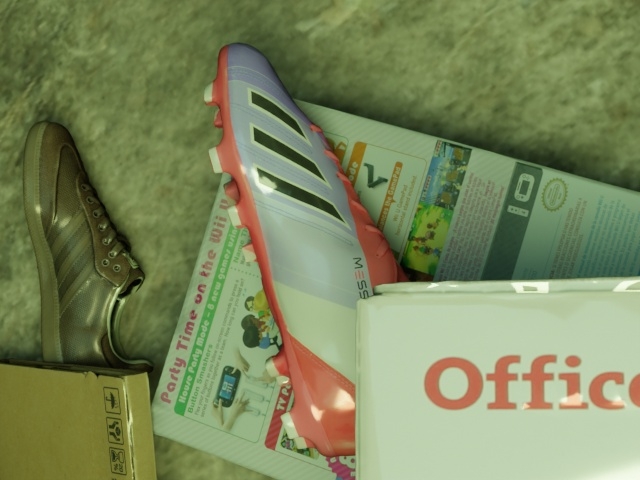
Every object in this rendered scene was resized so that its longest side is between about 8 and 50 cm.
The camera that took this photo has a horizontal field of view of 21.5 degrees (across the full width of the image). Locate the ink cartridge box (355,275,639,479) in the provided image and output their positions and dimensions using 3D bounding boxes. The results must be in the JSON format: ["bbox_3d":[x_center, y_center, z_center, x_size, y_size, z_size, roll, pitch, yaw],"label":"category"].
[{"bbox_3d":[0.169,0.216,0.786,0.285,0.166,0.395,-1,86,11],"label":"ink cartridge box"}]

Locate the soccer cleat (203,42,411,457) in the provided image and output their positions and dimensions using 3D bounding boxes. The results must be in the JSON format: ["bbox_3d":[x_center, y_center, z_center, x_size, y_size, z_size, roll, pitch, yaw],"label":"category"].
[{"bbox_3d":[0.000,0.000,0.950,0.095,0.083,0.248,-15,75,0],"label":"soccer cleat"}]

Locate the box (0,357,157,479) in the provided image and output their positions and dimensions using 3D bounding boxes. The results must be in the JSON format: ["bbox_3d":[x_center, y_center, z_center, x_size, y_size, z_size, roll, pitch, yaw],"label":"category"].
[{"bbox_3d":[-0.156,0.178,1.071,0.164,0.021,0.201,0,97,48],"label":"box"}]

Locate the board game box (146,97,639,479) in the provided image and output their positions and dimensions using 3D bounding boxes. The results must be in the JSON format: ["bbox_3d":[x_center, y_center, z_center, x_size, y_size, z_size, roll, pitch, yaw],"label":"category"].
[{"bbox_3d":[0.070,0.056,0.998,0.303,0.097,0.224,18,92,24],"label":"board game box"}]

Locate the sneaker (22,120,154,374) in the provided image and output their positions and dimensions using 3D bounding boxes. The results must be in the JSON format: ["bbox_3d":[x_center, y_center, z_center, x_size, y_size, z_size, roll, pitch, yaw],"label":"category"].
[{"bbox_3d":[-0.153,0.010,1.130,0.071,0.066,0.188,-8,86,6],"label":"sneaker"}]
